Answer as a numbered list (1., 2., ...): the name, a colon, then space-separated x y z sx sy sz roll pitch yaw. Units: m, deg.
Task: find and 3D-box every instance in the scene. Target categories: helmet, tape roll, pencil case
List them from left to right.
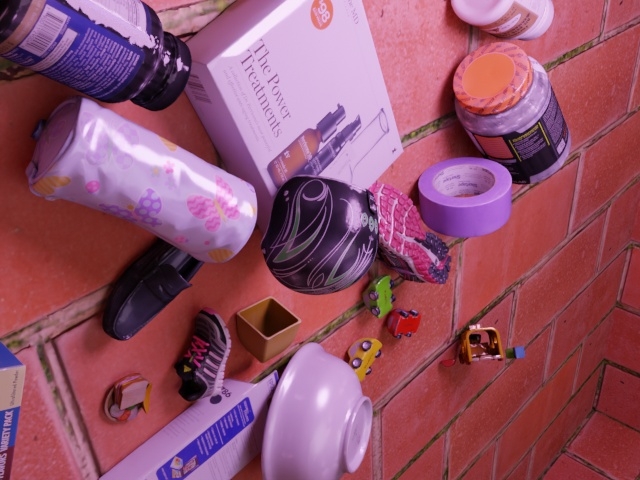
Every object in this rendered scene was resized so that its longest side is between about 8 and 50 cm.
1. pencil case: -0.207 -0.065 0.787 0.273 0.114 0.124 26 86 -38
2. helmet: 0.000 0.000 0.940 0.169 0.170 0.161 28 73 -52
3. tape roll: 0.302 -0.093 1.353 0.189 0.189 0.080 -37 135 -31

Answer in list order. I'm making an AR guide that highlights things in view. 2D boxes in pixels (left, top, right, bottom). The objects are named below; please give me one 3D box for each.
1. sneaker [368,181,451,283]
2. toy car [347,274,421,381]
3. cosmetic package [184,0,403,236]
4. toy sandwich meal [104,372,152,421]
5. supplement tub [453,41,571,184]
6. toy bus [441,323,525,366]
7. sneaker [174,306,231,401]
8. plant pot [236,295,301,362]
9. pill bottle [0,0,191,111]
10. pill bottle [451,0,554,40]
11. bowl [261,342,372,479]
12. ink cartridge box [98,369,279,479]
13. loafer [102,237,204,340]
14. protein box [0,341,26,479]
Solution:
1. sneaker: 0.148 0.002 1.297 0.299 0.112 0.120 47 52 -37
2. toy car: 0.127 0.161 1.396 0.239 0.053 0.224 -35 133 -34
3. cosmetic package: -0.026 -0.199 0.993 0.284 0.098 0.377 -49 139 -23
4. toy sandwich meal: -0.285 0.239 0.973 0.086 0.029 0.085 -26 127 -39
5. supplement tub: 0.408 -0.266 1.381 0.316 0.194 0.193 37 80 -52
6. toy bus: 0.431 0.282 1.768 0.191 0.202 0.104 2 77 -43
7. sneaker: -0.192 0.189 1.028 0.075 0.063 0.170 -23 130 -49
8. plant pot: -0.094 0.162 1.121 0.082 0.081 0.083 -25 139 -40
9. pill bottle: -0.250 -0.221 0.694 0.219 0.123 0.122 21 93 -52
10. pill bottle: 0.367 -0.469 1.276 0.229 0.131 0.131 -2 110 -49
11. bowl: 0.013 0.352 1.222 0.298 0.134 0.297 9 90 -68
12. ink cartridge box: -0.201 0.361 1.110 0.333 0.065 0.165 -33 132 -32
13. loafer: -0.219 0.048 0.909 0.223 0.078 0.076 -54 140 -14
14. protein box: -0.430 0.150 0.617 0.200 0.201 0.135 -2 111 -49
